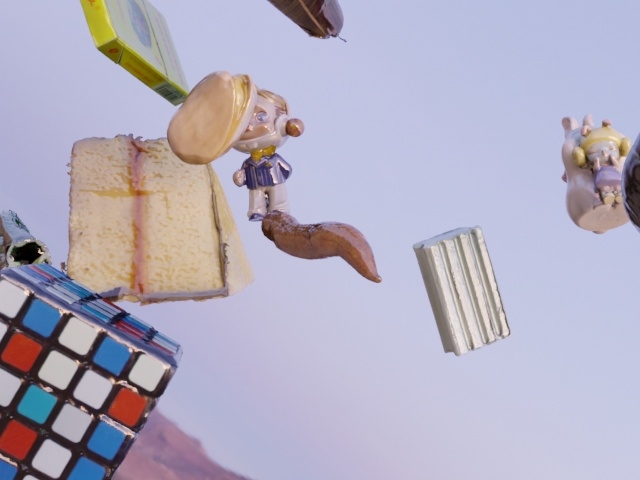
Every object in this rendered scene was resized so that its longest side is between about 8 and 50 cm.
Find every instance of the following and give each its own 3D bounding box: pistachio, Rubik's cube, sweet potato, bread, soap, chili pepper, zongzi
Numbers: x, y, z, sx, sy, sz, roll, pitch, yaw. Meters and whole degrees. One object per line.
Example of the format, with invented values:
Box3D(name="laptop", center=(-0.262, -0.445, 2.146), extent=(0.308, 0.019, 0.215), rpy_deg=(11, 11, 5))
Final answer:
Box3D(name="pistachio", center=(-0.181, -0.207, 1.546), extent=(0.117, 0.200, 0.145), rpy_deg=(12, 53, -47))
Box3D(name="Rubik's cube", center=(-0.254, 0.142, 0.860), extent=(0.182, 0.184, 0.187), rpy_deg=(32, -6, -6))
Box3D(name="sweet potato", center=(0.000, 0.000, 1.309), extent=(0.059, 0.067, 0.281), rpy_deg=(42, -17, -33))
Box3D(name="bread", center=(-0.336, -0.055, 1.698), extent=(0.242, 0.345, 0.405), rpy_deg=(1, 74, -76))
Box3D(name="soap", center=(0.239, 0.083, 1.505), extent=(0.063, 0.114, 0.199), rpy_deg=(179, -105, -72))
Box3D(name="chili pepper", center=(-0.400, 0.009, 1.158), extent=(0.059, 0.088, 0.227), rpy_deg=(18, 7, -29))
Box3D(name="zongzi", center=(0.013, -0.524, 1.847), extent=(0.241, 0.111, 0.247), rpy_deg=(-16, -36, 43))

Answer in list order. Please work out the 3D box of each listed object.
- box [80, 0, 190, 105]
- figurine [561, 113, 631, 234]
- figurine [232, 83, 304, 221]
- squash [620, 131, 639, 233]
Box3D(name="box", center=(-0.329, -0.369, 1.569), extent=(0.335, 0.047, 0.187), rpy_deg=(32, 37, -75))
Box3D(name="figurine", center=(0.470, -0.145, 1.542), extent=(0.127, 0.236, 0.155), rpy_deg=(-13, -26, 15))
Box3D(name="figurine", center=(-0.107, -0.178, 1.772), extent=(0.274, 0.193, 0.133), rpy_deg=(61, 15, 13))
Box3D(name="squash", center=(0.512, -0.101, 1.166), extent=(0.165, 0.252, 0.252), rpy_deg=(46, -9, 38))
